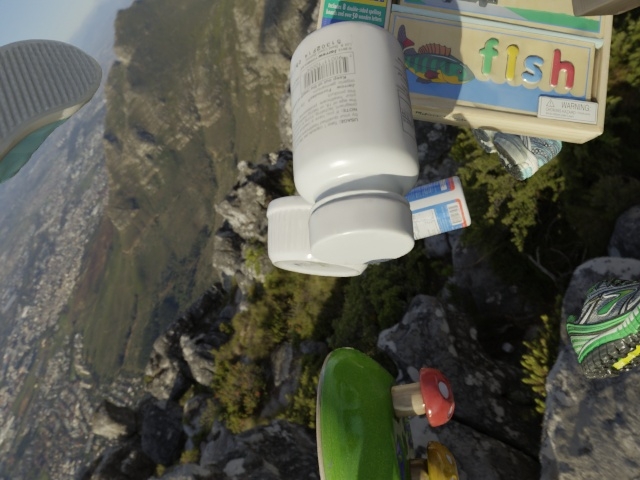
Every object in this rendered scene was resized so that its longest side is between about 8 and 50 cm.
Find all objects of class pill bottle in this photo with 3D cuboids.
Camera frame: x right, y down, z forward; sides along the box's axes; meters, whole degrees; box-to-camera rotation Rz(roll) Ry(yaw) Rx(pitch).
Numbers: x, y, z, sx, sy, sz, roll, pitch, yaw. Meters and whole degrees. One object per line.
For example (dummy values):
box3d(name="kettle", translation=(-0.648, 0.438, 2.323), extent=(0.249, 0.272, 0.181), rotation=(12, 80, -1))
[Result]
box3d(name="pill bottle", translation=(0.035, -0.097, 0.477), extent=(0.131, 0.131, 0.230), rotation=(-20, 64, 38))
box3d(name="pill bottle", translation=(0.239, -0.067, 1.088), extent=(0.221, 0.124, 0.124), rotation=(-15, 48, 18))

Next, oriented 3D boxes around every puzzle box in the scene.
box3d(name="puzzle box", translation=(0.200, -0.302, 0.633), extent=(0.052, 0.408, 0.272), rotation=(115, 163, -84))

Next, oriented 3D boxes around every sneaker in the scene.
box3d(name="sneaker", translation=(0.555, 0.109, 0.805), extent=(0.344, 0.134, 0.146), rotation=(109, 156, -45))
box3d(name="sneaker", translation=(0.428, -0.253, 1.016), extent=(0.122, 0.110, 0.283), rotation=(-29, 49, 9))
box3d(name="sneaker", translation=(-0.500, -0.188, 0.711), extent=(0.150, 0.135, 0.366), rotation=(-29, 25, 43))

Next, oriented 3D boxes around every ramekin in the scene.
box3d(name="ramekin", translation=(0.000, 0.000, 0.828), extent=(0.207, 0.207, 0.109), rotation=(-6, 73, 46))

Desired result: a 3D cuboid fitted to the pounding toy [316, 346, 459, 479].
box3d(name="pounding toy", translation=(0.074, 0.203, 0.399), extent=(0.110, 0.183, 0.237), rotation=(-13, 36, 15))

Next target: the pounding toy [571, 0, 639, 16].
box3d(name="pounding toy", translation=(0.267, -0.265, 0.332), extent=(0.130, 0.100, 0.141), rotation=(0, 105, 60))
